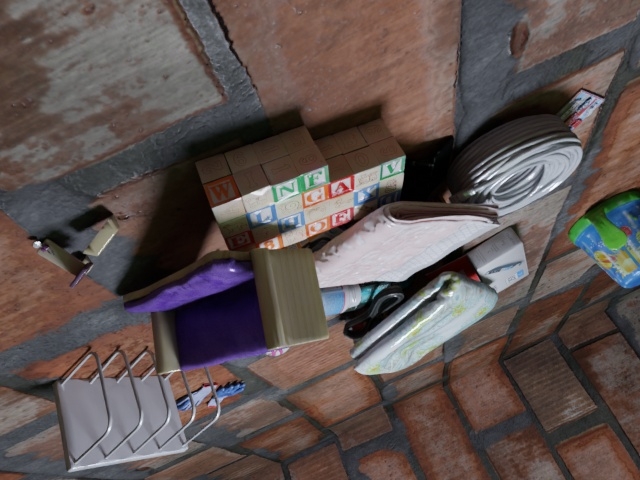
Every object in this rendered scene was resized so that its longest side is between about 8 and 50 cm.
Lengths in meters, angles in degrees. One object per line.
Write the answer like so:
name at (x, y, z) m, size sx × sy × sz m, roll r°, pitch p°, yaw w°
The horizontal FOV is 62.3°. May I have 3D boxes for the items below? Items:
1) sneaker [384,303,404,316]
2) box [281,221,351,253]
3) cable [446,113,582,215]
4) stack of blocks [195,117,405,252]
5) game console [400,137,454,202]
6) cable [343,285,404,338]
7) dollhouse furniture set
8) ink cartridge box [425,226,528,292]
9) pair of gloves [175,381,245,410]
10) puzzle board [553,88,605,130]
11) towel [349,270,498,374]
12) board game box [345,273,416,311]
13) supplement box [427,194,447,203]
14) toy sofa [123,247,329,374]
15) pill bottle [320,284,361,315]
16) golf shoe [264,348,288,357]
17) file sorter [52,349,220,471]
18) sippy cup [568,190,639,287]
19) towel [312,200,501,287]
sneaker at (0.275, 0.223, 1.581) m, size 0.189 × 0.071 × 0.066 m, roll -7°, pitch 146°, yaw -29°
box at (0.000, 0.000, 1.047) m, size 0.136 × 0.028 × 0.081 m, roll -34°, pitch 150°, yaw 19°
cable at (0.377, -0.137, 1.043) m, size 0.257 × 0.089 × 0.257 m, roll -36°, pitch 151°, yaw 26°
stack of blocks at (-0.022, -0.087, 0.823) m, size 0.298 × 0.087 × 0.171 m, roll -20°, pitch 151°, yaw -9°
game console at (0.187, -0.133, 0.990) m, size 0.108 × 0.071 × 0.122 m, roll 5°, pitch 150°, yaw 8°
cable at (0.135, 0.187, 1.405) m, size 0.140 × 0.072 × 0.287 m, roll 0°, pitch 143°, yaw -4°
dollhouse furniture set at (-0.355, -0.007, 0.778) m, size 0.081 × 0.091 × 0.114 m, roll 38°, pitch 93°, yaw -15°
ink cartridge box at (0.463, 0.100, 1.533) m, size 0.261 × 0.066 × 0.296 m, roll -32°, pitch 150°, yaw 10°
pair of gloves at (-0.323, 0.458, 1.555) m, size 0.198 × 0.023 × 0.159 m, roll 10°, pitch 135°, yaw -48°
puzzle board at (0.492, -0.239, 1.052) m, size 0.097 × 0.011 × 0.128 m, roll 1°, pitch 141°, yaw -39°
towel at (0.286, 0.234, 1.440) m, size 0.374 × 0.090 × 0.321 m, roll -44°, pitch 151°, yaw 19°
board game box at (0.146, 0.133, 1.380) m, size 0.186 × 0.026 × 0.126 m, roll -7°, pitch 146°, yaw -29°
supplement box at (0.226, -0.052, 1.119) m, size 0.083 × 0.043 × 0.055 m, roll -22°, pitch 151°, yaw -7°
toy sofa at (-0.173, 0.127, 0.873) m, size 0.177 × 0.150 × 0.363 m, roll 0°, pitch 164°, yaw -44°
pill bottle at (0.009, 0.129, 1.203) m, size 0.160 × 0.087 × 0.087 m, roll -5°, pitch 145°, yaw -31°
golf shoe at (-0.124, 0.241, 1.304) m, size 0.086 × 0.067 × 0.186 m, roll -38°, pitch 148°, yaw 19°
file sorter at (-0.392, 0.350, 1.151) m, size 0.173 × 0.192 × 0.278 m, roll -44°, pitch 146°, yaw 26°
sippy cup at (0.902, 0.010, 1.563) m, size 0.306 × 0.224 × 0.240 m, roll -14°, pitch 149°, yaw -19°
towel at (0.137, 0.019, 1.033) m, size 0.317 × 0.053 × 0.332 m, roll -1°, pitch 157°, yaw -36°
